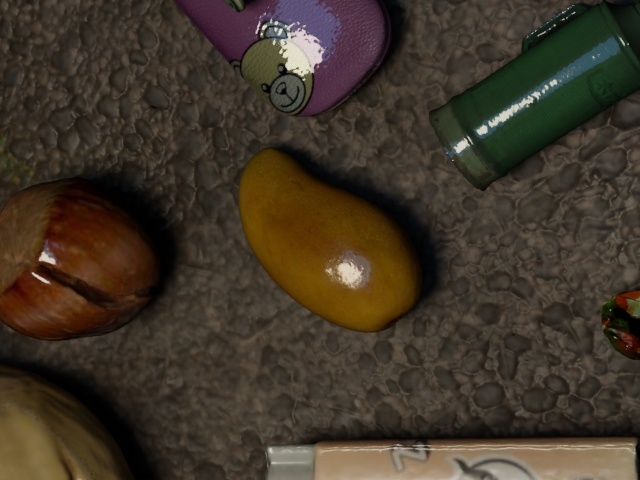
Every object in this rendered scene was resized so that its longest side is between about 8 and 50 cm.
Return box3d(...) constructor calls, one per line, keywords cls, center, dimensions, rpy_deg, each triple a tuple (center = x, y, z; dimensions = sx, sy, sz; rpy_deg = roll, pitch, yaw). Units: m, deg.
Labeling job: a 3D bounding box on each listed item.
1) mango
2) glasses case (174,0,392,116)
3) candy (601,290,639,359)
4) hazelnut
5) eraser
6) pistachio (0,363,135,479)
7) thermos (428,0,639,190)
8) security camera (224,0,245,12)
box3d(cls="mango", center=(0.000, 0.000, 1.021), dimensions=(0.184, 0.085, 0.102), rpy_deg=(39, 106, 19))
box3d(cls="glasses case", center=(-0.073, -0.236, 1.030), dimensions=(0.123, 0.076, 0.316), rpy_deg=(-43, 80, 15))
box3d(cls="candy", center=(0.283, 0.102, 0.951), dimensions=(0.185, 0.049, 0.055), rpy_deg=(40, 138, 5))
box3d(cls="hazelnut", center=(-0.210, 0.021, 1.084), dimensions=(0.154, 0.143, 0.143), rpy_deg=(-34, 83, 28))
box3d(cls="eraser", center=(0.107, 0.234, 0.999), dimensions=(0.290, 0.087, 0.171), rpy_deg=(-4, 92, 20))
box3d(cls="pistachio", center=(-0.244, 0.225, 1.094), dimensions=(0.293, 0.162, 0.181), rpy_deg=(55, 136, 8))
box3d(cls="thermos", center=(0.178, -0.116, 0.955), dimensions=(0.188, 0.083, 0.073), rpy_deg=(-32, 105, 19))
box3d(cls="security camera", center=(-0.046, -0.221, 0.963), dimensions=(0.092, 0.058, 0.058), rpy_deg=(-43, 79, -4))
